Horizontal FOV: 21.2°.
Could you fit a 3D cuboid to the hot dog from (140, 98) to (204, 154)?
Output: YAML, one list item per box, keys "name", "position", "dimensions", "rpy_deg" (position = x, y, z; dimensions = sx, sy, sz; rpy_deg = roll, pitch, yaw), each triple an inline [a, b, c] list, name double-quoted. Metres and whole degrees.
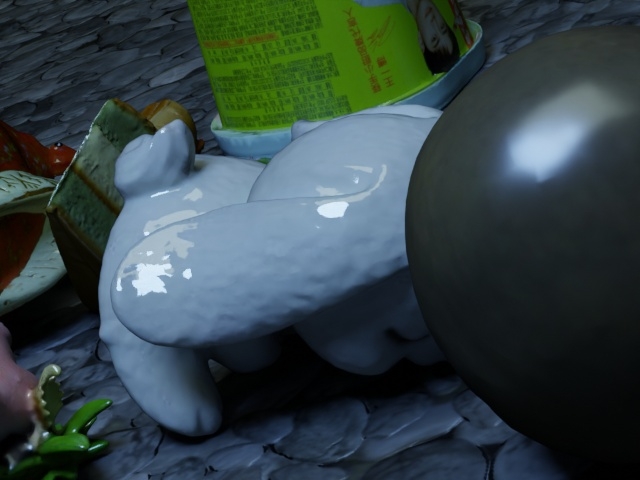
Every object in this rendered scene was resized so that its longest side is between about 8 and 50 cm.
- name: "hot dog"
  position: [-0.170, -0.051, 1.591]
  dimensions: [0.076, 0.102, 0.249]
  rpy_deg: [28, 36, 5]

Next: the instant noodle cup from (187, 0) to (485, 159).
- name: "instant noodle cup"
  position: [-0.014, -0.275, 1.686]
  dimensions: [0.294, 0.307, 0.294]
  rpy_deg: [-18, 21, 7]

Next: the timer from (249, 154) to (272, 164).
- name: "timer"
  position: [-0.076, -0.024, 1.491]
  dimensions: [0.140, 0.047, 0.128]
  rpy_deg: [-29, 25, -23]

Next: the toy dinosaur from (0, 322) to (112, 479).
- name: "toy dinosaur"
  position: [-0.229, 0.087, 1.174]
  dimensions: [0.152, 0.177, 0.194]
  rpy_deg: [-17, 23, 9]

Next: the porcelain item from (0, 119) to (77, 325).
- name: "porcelain item"
  position: [-0.304, -0.032, 1.446]
  dimensions: [0.253, 0.253, 0.253]
  rpy_deg: [-17, 21, 7]

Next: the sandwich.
- name: "sandwich"
  position: [-0.175, -0.026, 1.362]
  dimensions: [0.144, 0.187, 0.117]
  rpy_deg: [9, 64, 42]

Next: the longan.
- name: "longan"
  position: [0.169, -0.005, 0.935]
  dimensions: [0.258, 0.258, 0.258]
  rpy_deg: [-17, 21, 7]

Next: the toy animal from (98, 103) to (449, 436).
- name: "toy animal"
  position: [0.000, 0.000, 1.152]
  dimensions: [0.265, 0.206, 0.272]
  rpy_deg: [-7, 22, 39]
